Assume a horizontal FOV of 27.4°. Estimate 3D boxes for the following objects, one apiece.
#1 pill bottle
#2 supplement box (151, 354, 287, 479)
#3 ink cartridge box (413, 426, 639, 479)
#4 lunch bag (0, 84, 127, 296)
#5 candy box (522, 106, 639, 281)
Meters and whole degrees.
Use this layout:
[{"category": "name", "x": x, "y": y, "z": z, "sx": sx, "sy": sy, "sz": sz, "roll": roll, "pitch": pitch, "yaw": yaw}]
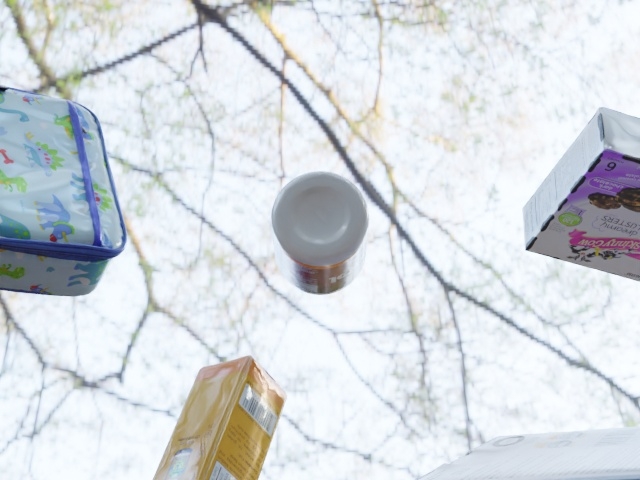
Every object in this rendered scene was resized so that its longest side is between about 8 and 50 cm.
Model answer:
[{"category": "pill bottle", "x": 0.000, "y": 0.000, "z": 1.185, "sx": 0.086, "sy": 0.086, "sz": 0.152, "roll": -2, "pitch": -16, "yaw": 0}, {"category": "supplement box", "x": -0.113, "y": 0.232, "z": 1.351, "sx": 0.078, "sy": 0.233, "sz": 0.080, "roll": -16, "pitch": -55, "yaw": 35}, {"category": "ink cartridge box", "x": 0.244, "y": 0.244, "z": 1.103, "sx": 0.396, "sy": 0.270, "sz": 0.151, "roll": -6, "pitch": -92, "yaw": 24}, {"category": "lunch bag", "x": -0.286, "y": -0.053, "z": 1.288, "sx": 0.176, "sy": 0.219, "sz": 0.090, "roll": 11, "pitch": -45, "yaw": -32}, {"category": "candy box", "x": 0.349, "y": -0.048, "z": 1.515, "sx": 0.165, "sy": 0.070, "sz": 0.196, "roll": 14, "pitch": -40, "yaw": -13}]
